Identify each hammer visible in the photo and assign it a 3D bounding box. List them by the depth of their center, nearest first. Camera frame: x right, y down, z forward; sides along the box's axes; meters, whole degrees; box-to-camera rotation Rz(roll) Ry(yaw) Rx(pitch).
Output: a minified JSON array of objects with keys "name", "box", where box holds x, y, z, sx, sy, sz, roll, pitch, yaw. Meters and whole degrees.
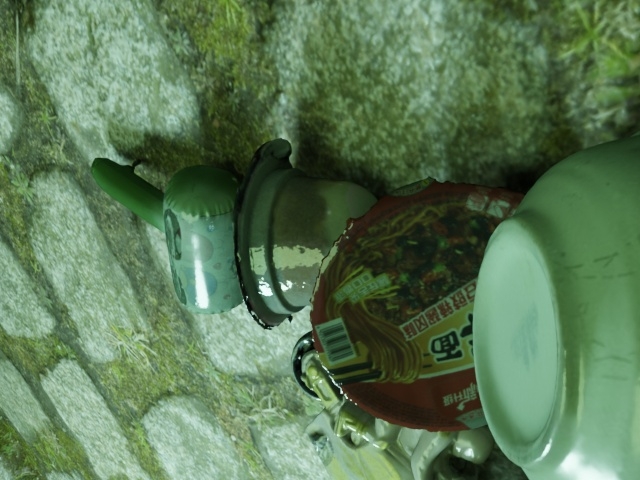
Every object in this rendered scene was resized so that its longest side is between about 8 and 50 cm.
[{"name":"hammer","box":[-0.227,-0.045,1.011,0.335,0.119,0.207,32,134,34]}]

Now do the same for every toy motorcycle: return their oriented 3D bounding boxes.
[{"name":"toy motorcycle","box":[0.098,0.246,0.869,0.223,0.108,0.341,-31,82,28]}]

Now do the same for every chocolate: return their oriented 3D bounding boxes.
[{"name":"chocolate","box":[0.003,-0.008,0.784,0.147,0.221,0.221,-7,114,17]}]

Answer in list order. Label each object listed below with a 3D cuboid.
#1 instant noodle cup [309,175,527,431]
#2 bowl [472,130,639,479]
[{"name":"instant noodle cup","box":[0.123,0.057,0.703,0.273,0.091,0.274,0,112,0]},{"name":"bowl","box":[0.210,0.069,0.492,0.163,0.307,0.307,1,128,-6]}]
